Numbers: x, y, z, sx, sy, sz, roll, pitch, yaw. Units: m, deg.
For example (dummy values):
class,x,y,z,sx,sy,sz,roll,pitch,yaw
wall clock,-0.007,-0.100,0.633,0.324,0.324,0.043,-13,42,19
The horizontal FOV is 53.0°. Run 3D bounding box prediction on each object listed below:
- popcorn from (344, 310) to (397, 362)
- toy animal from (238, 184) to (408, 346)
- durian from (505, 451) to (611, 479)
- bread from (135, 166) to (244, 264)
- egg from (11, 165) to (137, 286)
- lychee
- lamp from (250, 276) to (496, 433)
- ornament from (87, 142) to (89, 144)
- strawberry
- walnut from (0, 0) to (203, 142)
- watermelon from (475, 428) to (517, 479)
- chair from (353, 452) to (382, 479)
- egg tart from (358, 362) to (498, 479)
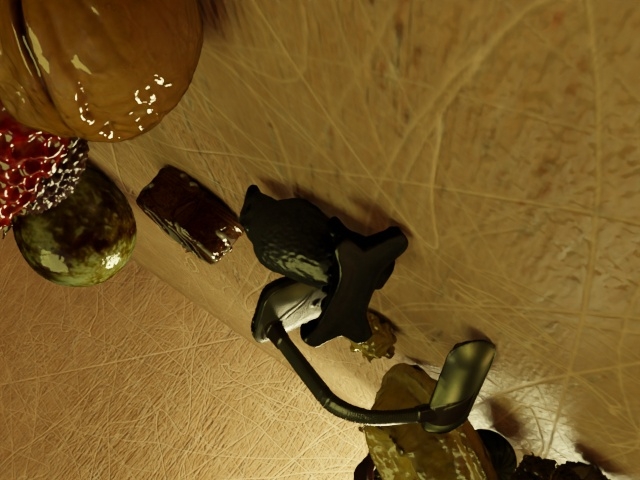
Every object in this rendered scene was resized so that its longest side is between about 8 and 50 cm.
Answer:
class,x,y,z,sx,sy,sz,roll,pitch,yaw
popcorn,0.072,0.136,0.904,0.083,0.057,0.082,33,159,23
toy animal,0.000,-0.002,0.645,0.117,0.121,0.210,-5,-148,-32
durian,0.312,0.382,0.834,0.196,0.196,0.167,37,159,-4
bread,-0.192,-0.032,0.944,0.160,0.073,0.160,33,165,10
egg,-0.519,-0.042,1.344,0.238,0.238,0.290,1,118,65
lychee,-0.429,-0.136,0.946,0.188,0.188,0.188,33,165,10
lamp,0.054,0.122,0.765,0.283,0.124,0.203,36,136,20
ornament,-0.549,-0.199,1.129,0.285,0.130,0.120,38,178,-6
strawberry,-0.448,-0.150,0.763,0.253,0.280,0.150,49,-151,4
walnut,-0.146,-0.138,0.403,0.144,0.144,0.180,34,162,9
watermelon,0.270,0.370,1.081,0.105,0.105,0.133,37,165,-3
chair,0.256,0.585,1.539,0.226,0.226,0.401,42,163,-23
egg tart,0.159,0.334,1.001,0.290,0.115,0.290,50,156,33
